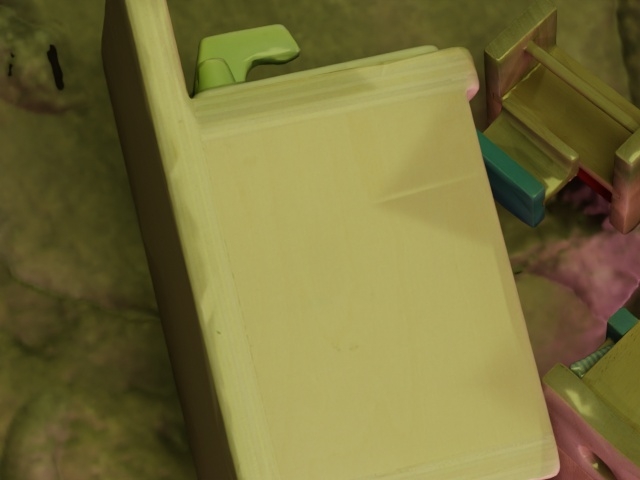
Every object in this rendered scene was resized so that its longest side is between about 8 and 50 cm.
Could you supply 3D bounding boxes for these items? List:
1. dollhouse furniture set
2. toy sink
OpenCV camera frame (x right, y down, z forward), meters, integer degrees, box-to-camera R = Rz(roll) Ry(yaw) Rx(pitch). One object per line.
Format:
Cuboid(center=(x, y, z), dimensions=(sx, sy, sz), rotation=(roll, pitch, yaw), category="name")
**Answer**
Cuboid(center=(0.119, 0.020, 0.835), dimensions=(0.129, 0.129, 0.183), rotation=(-43, 68, -13), category="dollhouse furniture set")
Cuboid(center=(0.000, 0.000, 0.794), dimensions=(0.131, 0.153, 0.234), rotation=(-13, 81, -11), category="toy sink")
